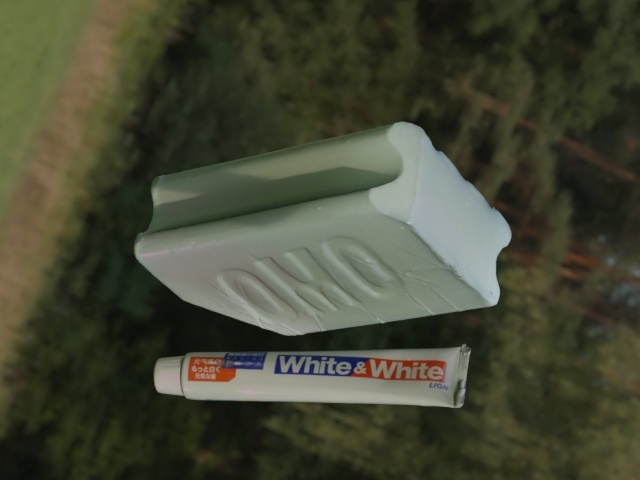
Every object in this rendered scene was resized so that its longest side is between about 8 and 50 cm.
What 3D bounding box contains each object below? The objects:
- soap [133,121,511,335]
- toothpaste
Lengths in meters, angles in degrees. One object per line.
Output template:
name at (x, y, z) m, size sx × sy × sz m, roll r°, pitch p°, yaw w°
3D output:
soap at (0.000, 0.000, 1.647) m, size 0.289 × 0.173 × 0.095 m, roll -10°, pitch -129°, yaw 36°
toothpaste at (-0.007, 0.092, 1.291) m, size 0.033 × 0.218 × 0.052 m, roll 75°, pitch 20°, yaw -48°
